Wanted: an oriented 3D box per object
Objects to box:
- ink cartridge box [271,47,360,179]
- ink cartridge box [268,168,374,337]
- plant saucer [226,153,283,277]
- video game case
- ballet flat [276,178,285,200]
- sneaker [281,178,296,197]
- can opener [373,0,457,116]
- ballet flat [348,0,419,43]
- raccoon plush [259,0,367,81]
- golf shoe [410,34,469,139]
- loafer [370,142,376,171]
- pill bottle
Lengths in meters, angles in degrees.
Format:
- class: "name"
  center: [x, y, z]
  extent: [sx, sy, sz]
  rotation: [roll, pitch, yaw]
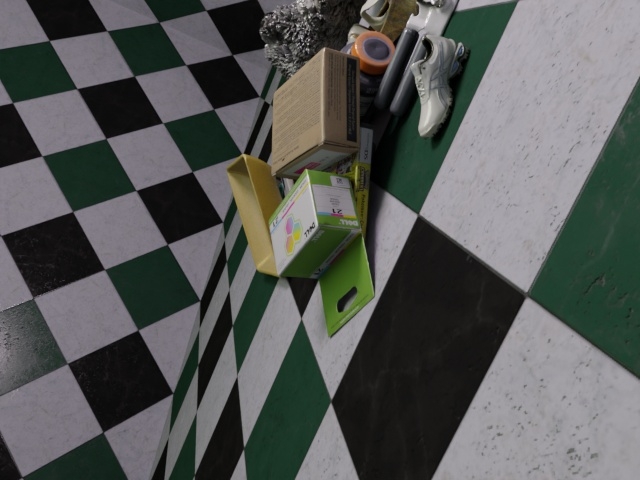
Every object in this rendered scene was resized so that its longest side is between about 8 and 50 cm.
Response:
- class: "ink cartridge box"
  center: [-0.014, -0.244, 1.230]
  extent: [0.234, 0.088, 0.193]
  rotation: [-18, 69, 59]
- class: "ink cartridge box"
  center: [-0.004, 0.026, 1.137]
  extent: [0.189, 0.097, 0.255]
  rotation: [-49, 43, 47]
- class: "plant saucer"
  center: [-0.160, -0.072, 1.718]
  extent: [0.332, 0.080, 0.333]
  rotation: [180, 73, -73]
- class: "video game case"
  center: [0.017, -0.093, 1.268]
  extent: [0.275, 0.035, 0.248]
  rotation: [-6, 78, 62]
- class: "ballet flat"
  center: [-0.101, -0.129, 1.785]
  extent: [0.280, 0.096, 0.095]
  rotation: [-156, 71, -71]
- class: "sneaker"
  center: [-0.031, -0.129, 1.599]
  extent: [0.079, 0.121, 0.217]
  rotation: [-149, 46, -65]
- class: "can opener"
  center: [0.193, -0.377, 1.188]
  extent: [0.280, 0.074, 0.093]
  rotation: [-66, -18, 8]
- class: "ballet flat"
  center: [0.131, -0.490, 1.419]
  extent: [0.348, 0.123, 0.123]
  rotation: [135, 151, -57]
- class: "raccoon plush"
  center: [0.038, -0.472, 1.574]
  extent: [0.216, 0.447, 0.299]
  rotation: [-35, 25, -26]
- class: "golf shoe"
  center: [0.180, -0.258, 1.019]
  extent: [0.069, 0.086, 0.176]
  rotation: [169, 119, -70]
- class: "loafer"
  center: [0.050, -0.151, 1.332]
  extent: [0.220, 0.078, 0.080]
  rotation: [137, 150, -59]
- class: "pill bottle"
  center: [0.081, -0.338, 1.316]
  extent: [0.246, 0.130, 0.131]
  rotation: [126, 160, -64]
